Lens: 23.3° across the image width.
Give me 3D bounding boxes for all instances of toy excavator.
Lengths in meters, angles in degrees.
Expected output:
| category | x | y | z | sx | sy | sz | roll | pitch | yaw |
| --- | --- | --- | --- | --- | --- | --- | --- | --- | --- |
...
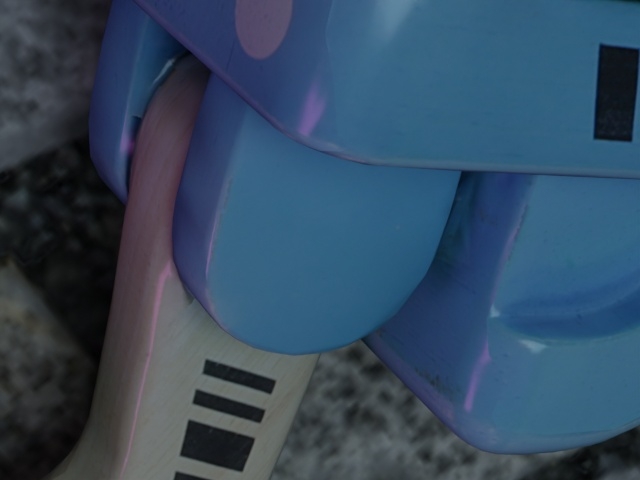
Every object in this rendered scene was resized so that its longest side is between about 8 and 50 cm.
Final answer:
| category | x | y | z | sx | sy | sz | roll | pitch | yaw |
| --- | --- | --- | --- | --- | --- | --- | --- | --- | --- |
| toy excavator | 0.000 | 0.000 | 0.486 | 0.433 | 0.222 | 0.445 | 0 | 116 | -33 |
